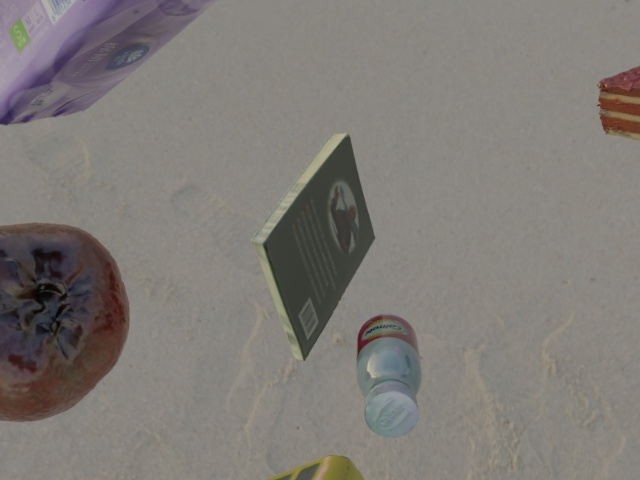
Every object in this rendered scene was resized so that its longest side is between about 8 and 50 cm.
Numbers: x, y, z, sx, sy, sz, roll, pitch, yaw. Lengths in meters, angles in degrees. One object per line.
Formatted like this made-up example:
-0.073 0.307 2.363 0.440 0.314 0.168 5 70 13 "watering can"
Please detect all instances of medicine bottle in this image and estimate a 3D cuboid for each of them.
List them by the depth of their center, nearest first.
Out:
0.093 0.180 1.001 0.090 0.090 0.217 -8 17 6 "medicine bottle"

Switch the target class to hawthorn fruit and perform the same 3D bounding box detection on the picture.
-0.438 0.135 1.096 0.284 0.369 0.285 10 60 -18 "hawthorn fruit"

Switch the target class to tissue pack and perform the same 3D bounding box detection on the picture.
-0.262 -0.294 0.767 0.338 0.242 0.160 -21 1 44 "tissue pack"

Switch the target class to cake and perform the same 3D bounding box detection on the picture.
0.595 -0.196 1.171 0.262 0.158 0.160 -16 55 14 "cake"

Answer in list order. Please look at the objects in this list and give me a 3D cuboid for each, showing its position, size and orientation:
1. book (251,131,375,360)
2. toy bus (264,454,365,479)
0.000 0.000 1.345 0.043 0.260 0.371 1 35 27 "book"
-0.068 0.296 0.338 0.249 0.440 0.209 -24 90 14 "toy bus"
